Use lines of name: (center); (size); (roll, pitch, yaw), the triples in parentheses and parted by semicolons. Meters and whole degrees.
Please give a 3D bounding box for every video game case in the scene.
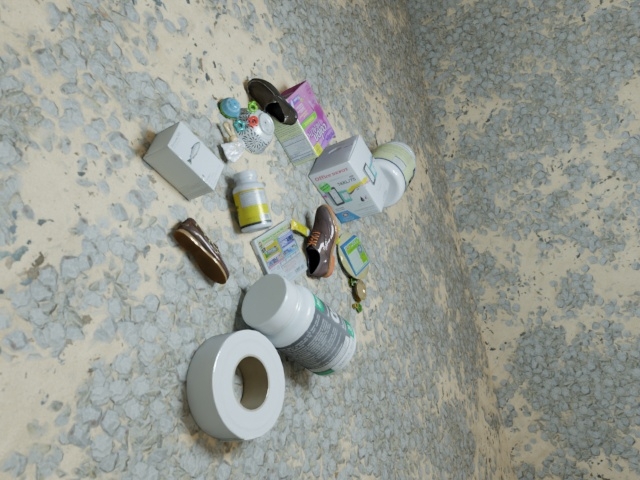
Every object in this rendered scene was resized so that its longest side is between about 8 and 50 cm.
video game case: (-0.135, 0.052, 1.725); (0.212, 0.023, 0.193); (-38, 109, -55)

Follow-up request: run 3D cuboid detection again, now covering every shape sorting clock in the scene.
shape sorting clock: (0.136, 0.064, 2.121); (0.206, 0.040, 0.206); (30, 51, -45)

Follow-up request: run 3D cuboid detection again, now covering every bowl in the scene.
bowl: (-0.211, -0.386, 1.744); (0.170, 0.080, 0.170); (29, 54, -48)

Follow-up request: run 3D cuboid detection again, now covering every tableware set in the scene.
tableware set: (0.147, 0.211, 2.091); (0.104, 0.024, 0.154); (35, 48, -46)

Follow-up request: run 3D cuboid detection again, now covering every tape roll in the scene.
tape roll: (-0.220, 0.388, 1.376); (0.286, 0.100, 0.286); (30, 52, -49)

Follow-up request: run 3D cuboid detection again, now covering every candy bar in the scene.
candy bar: (-0.064, -0.036, 1.858); (0.161, 0.018, 0.040); (32, 54, -59)

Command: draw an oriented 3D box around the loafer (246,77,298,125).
loafer: (-0.174, -0.484, 1.775); (0.220, 0.080, 0.078); (40, 31, 6)

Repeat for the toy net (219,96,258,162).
toy net: (-0.268, -0.352, 1.654); (0.122, 0.045, 0.232); (11, 74, -31)

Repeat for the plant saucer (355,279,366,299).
plant saucer: (0.163, 0.203, 2.085); (0.083, 0.015, 0.083); (32, 51, -52)

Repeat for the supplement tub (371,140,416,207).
supplement tub: (0.309, -0.315, 2.370); (0.235, 0.235, 0.325); (63, 34, -18)

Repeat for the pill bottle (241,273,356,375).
pill bottle: (-0.062, 0.262, 1.576); (0.361, 0.204, 0.204); (43, 43, -40)

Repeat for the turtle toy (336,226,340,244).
turtle toy: (0.037, -0.018, 1.980); (0.095, 0.066, 0.130); (58, 30, -68)

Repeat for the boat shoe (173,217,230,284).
boat shoe: (-0.314, 0.028, 1.412); (0.207, 0.073, 0.073); (57, 38, -25)

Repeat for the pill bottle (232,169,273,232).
pill bottle: (-0.217, -0.121, 1.599); (0.103, 0.103, 0.184); (-8, 83, -58)

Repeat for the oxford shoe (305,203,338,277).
oxford shoe: (0.000, 0.000, 1.862); (0.098, 0.097, 0.271); (5, 83, -51)

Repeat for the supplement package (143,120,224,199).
supplement package: (-0.370, -0.215, 1.399); (0.179, 0.105, 0.105); (46, 42, -37)

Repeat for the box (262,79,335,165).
box: (-0.076, -0.447, 1.945); (0.243, 0.117, 0.213); (60, 35, -22)

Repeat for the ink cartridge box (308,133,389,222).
ink cartridge box: (0.121, -0.249, 2.088); (0.270, 0.198, 0.197); (52, 39, -29)
